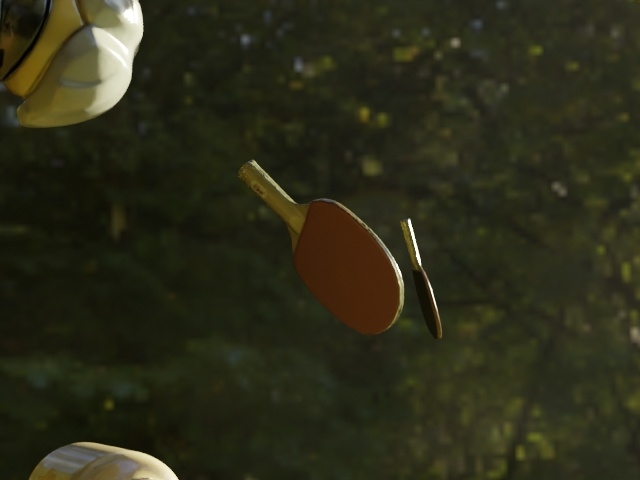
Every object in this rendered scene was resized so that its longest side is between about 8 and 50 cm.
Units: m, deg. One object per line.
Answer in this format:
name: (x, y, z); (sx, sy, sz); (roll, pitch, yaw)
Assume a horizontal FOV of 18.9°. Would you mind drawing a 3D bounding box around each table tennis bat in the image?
table tennis bat: (0.125, 0.049, 2.403); (0.013, 0.156, 0.087); (-15, 5, -5)
table tennis bat: (0.000, 0.000, 2.080); (0.022, 0.246, 0.138); (-29, -26, -39)

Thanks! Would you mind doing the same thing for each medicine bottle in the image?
medicine bottle: (-0.177, 0.238, 1.672); (0.114, 0.114, 0.252); (0, -2, -24)

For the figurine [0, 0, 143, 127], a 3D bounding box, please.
figurine: (-0.263, -0.176, 1.573); (0.236, 0.176, 0.133); (19, -15, -24)
